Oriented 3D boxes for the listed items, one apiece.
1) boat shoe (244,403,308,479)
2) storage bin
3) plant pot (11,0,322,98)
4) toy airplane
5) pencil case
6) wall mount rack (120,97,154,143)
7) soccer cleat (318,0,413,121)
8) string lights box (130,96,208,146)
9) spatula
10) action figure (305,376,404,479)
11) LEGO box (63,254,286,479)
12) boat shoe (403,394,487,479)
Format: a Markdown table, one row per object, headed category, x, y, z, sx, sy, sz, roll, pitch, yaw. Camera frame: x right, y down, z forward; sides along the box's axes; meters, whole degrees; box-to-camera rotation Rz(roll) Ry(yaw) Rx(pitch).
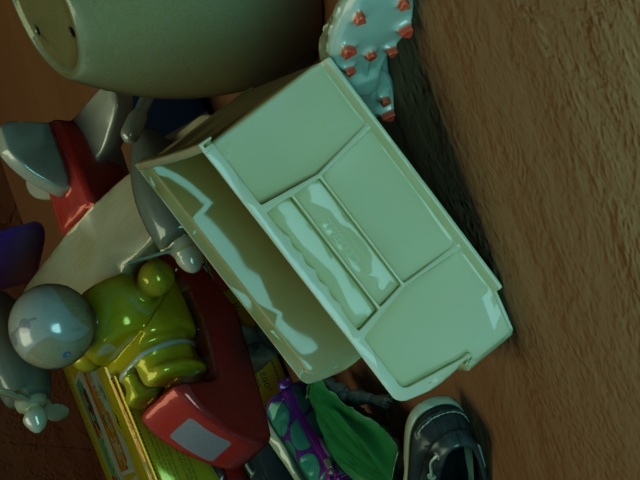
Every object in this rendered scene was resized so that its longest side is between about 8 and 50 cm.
| category | x | y | z | sx | sy | sz | roll | pitch | yaw |
| --- | --- | --- | --- | --- | --- | --- | --- | --- | --- |
| boat shoe | -0.017 | 0.291 | 2.100 | 0.079 | 0.095 | 0.254 | -50 | 57 | 27 |
| storage bin | 0.000 | 0.000 | 1.565 | 0.260 | 0.123 | 0.262 | 53 | 166 | -8 |
| plant pot | -0.158 | -0.235 | 1.679 | 0.284 | 0.191 | 0.284 | 46 | 151 | 34 |
| toy airplane | -0.224 | 0.033 | 2.019 | 0.384 | 0.272 | 0.386 | 15 | 117 | 33 |
| pencil case | -0.001 | 0.216 | 2.060 | 0.151 | 0.064 | 0.070 | 55 | 175 | 41 |
| wall mount rack | -0.238 | -0.227 | 1.864 | 0.350 | 0.130 | 0.304 | 39 | -179 | -17 |
| soccer cleat | 0.027 | -0.154 | 1.483 | 0.196 | 0.068 | 0.076 | 94 | 154 | -63 |
| string lights box | -0.213 | -0.215 | 2.124 | 0.259 | 0.077 | 0.133 | 64 | 167 | -22 |
| spatula | -0.383 | 0.047 | 2.137 | 0.030 | 0.296 | 0.084 | 22 | 113 | 13 |
| action figure | 0.045 | 0.188 | 1.867 | 0.232 | 0.063 | 0.137 | 42 | 151 | 52 |
| LEGO box | -0.152 | 0.237 | 2.362 | 0.372 | 0.193 | 0.500 | 138 | 111 | -73 |
| boat shoe | 0.109 | 0.232 | 1.684 | 0.065 | 0.075 | 0.206 | -127 | 26 | -53 |
